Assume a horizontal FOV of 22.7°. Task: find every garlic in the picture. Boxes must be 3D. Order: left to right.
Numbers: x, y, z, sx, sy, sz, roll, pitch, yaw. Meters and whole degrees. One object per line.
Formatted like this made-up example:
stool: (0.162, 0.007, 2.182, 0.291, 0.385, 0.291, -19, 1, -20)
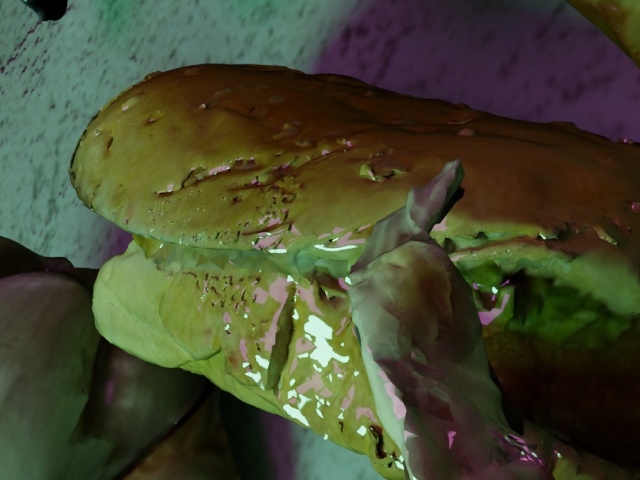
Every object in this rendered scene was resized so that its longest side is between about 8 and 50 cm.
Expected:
garlic: (-0.131, 0.097, 0.649, 0.214, 0.160, 0.191, 47, 120, 53)

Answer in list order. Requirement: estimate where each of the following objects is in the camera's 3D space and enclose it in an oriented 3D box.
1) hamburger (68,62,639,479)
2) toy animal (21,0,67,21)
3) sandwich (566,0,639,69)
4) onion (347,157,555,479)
hamburger: (0.000, 0.000, 0.536, 0.262, 0.131, 0.124, 16, 90, 50)
toy animal: (-0.122, -0.227, 0.794, 0.179, 0.116, 0.218, 52, 125, 47)
sandwich: (0.215, -0.104, 0.286, 0.325, 0.131, 0.262, -62, 36, 21)
onion: (0.047, 0.156, 0.259, 0.256, 0.272, 0.230, -47, -1, -5)
